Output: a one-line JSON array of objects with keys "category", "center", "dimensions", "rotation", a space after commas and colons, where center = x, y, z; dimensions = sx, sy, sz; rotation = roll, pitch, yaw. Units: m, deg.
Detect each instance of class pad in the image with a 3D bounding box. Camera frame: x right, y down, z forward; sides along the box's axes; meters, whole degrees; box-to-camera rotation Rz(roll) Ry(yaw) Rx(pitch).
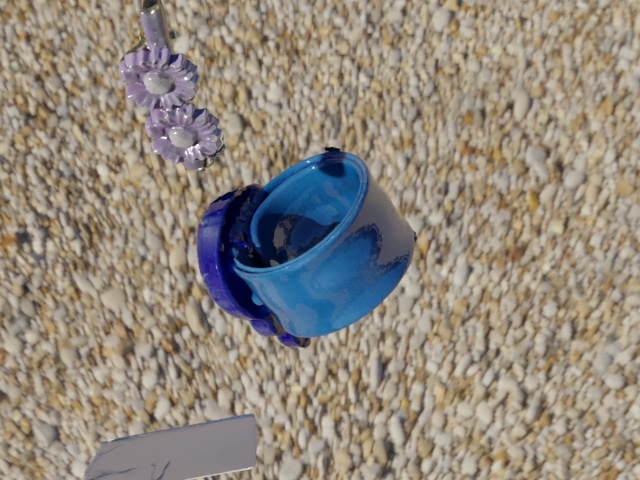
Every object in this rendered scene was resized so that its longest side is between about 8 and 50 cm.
[{"category": "pad", "center": [-0.131, 0.189, 1.079], "dimensions": [0.156, 0.232, 0.004], "rotation": [-10, 93, -3]}]

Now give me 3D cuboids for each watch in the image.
[{"category": "watch", "center": [-0.006, 0.002, 1.216], "dimensions": [0.200, 0.171, 0.196], "rotation": [-11, 50, 40]}]

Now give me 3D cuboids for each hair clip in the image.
[{"category": "hair clip", "center": [-0.191, -0.187, 1.559], "dimensions": [0.106, 0.292, 0.084], "rotation": [-7, 45, 8]}]
